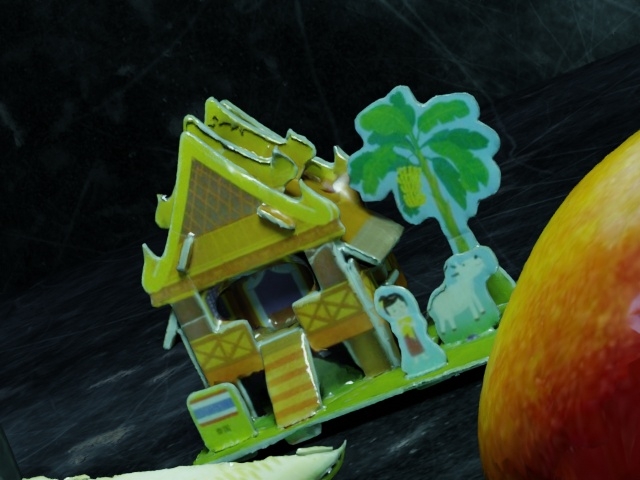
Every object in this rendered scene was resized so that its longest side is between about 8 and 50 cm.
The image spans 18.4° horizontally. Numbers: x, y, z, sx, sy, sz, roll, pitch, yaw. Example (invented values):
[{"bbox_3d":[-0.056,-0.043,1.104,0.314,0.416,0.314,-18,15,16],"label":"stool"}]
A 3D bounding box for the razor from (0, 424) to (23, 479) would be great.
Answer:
[{"bbox_3d":[-0.351,0.184,1.693,0.107,0.327,0.189,-27,6,39],"label":"razor"}]

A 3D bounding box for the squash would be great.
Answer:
[{"bbox_3d":[-0.116,0.211,1.573,0.169,0.093,0.252,31,41,22],"label":"squash"}]

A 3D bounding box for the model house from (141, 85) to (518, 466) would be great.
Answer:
[{"bbox_3d":[0.000,0.000,1.833,0.357,0.313,0.242,-21,12,20],"label":"model house"}]

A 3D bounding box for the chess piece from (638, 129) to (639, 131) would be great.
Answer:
[{"bbox_3d":[0.302,0.028,1.362,0.139,0.139,0.272,-25,39,3],"label":"chess piece"}]

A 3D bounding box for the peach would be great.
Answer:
[{"bbox_3d":[0.224,0.064,0.921,0.332,0.308,0.308,-32,11,-39],"label":"peach"}]
